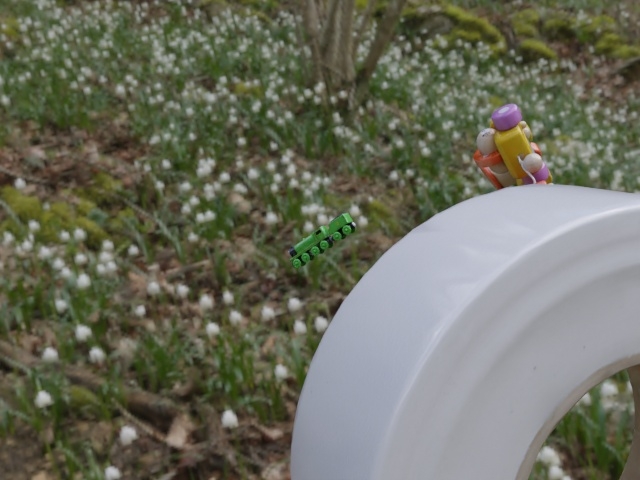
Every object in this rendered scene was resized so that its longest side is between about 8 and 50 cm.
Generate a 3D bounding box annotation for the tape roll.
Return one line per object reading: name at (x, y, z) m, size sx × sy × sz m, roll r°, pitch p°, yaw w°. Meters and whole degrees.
tape roll at (0.131, 0.116, 0.444) m, size 0.286 × 0.286 × 0.100 m, roll -15°, pitch 13°, yaw -18°

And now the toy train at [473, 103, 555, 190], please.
toy train at (0.144, -0.029, 0.620) m, size 0.046 × 0.125 × 0.166 m, roll -25°, pitch -3°, yaw 15°

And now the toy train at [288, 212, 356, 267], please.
toy train at (0.000, 0.000, 0.876) m, size 0.083 × 0.024 × 0.017 m, roll -34°, pitch -8°, yaw 27°
